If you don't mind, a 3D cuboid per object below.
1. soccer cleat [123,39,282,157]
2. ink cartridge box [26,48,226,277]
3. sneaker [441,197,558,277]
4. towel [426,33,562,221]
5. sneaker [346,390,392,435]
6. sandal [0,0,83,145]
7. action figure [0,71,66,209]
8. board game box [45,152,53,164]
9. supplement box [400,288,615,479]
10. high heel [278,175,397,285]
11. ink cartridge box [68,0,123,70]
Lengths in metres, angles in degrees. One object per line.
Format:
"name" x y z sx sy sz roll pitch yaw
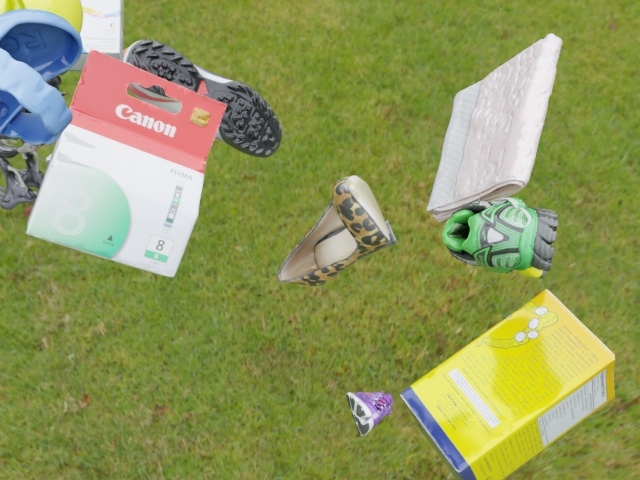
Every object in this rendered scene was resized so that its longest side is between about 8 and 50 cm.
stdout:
"soccer cleat" -0.208 -0.241 1.304 0.318 0.116 0.108 26 79 -32
"ink cartridge box" -0.223 -0.087 0.890 0.181 0.056 0.224 20 96 -26
"sneaker" 0.269 -0.020 1.235 0.146 0.343 0.134 12 90 -1
"towel" 0.346 -0.220 1.527 0.053 0.317 0.332 24 70 -19
"sneaker" 0.082 0.262 1.194 0.071 0.170 0.068 -20 84 1
"sandal" -0.337 -0.111 0.620 0.317 0.126 0.138 -25 68 -5
"action figure" -0.463 -0.184 1.125 0.141 0.275 0.164 18 35 1
"board game box" -0.348 -0.130 1.259 0.144 0.275 0.142 -37 106 -7
"supplement box" 0.368 0.300 1.457 0.356 0.194 0.195 -34 52 -4
"high heel" 0.000 0.000 1.036 0.186 0.261 0.093 -24 69 7
"ink cartridge box" -0.308 -0.290 0.993 0.088 0.052 0.122 -1 72 -10
